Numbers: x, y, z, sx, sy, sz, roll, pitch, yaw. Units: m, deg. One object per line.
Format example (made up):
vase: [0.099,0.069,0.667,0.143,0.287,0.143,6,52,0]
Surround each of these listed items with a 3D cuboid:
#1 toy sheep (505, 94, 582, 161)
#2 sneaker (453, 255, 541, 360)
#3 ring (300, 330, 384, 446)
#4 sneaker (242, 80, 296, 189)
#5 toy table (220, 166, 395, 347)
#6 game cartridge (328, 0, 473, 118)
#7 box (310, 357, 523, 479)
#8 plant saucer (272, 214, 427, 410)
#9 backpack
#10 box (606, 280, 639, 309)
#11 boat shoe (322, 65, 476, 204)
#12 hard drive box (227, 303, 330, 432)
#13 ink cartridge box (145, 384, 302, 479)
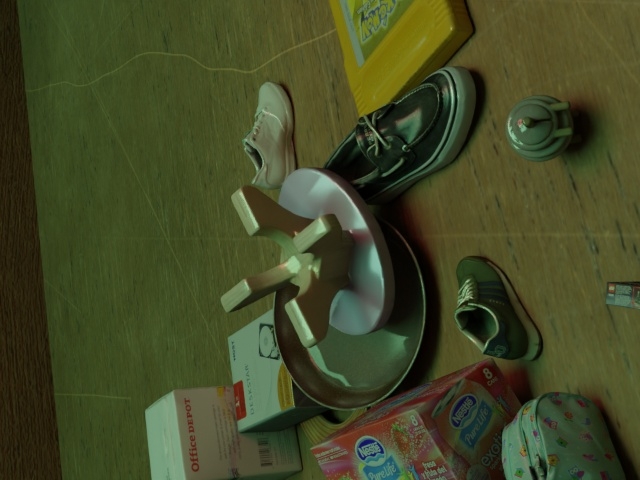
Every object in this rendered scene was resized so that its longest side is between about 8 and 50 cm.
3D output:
toy sheep: [0.269,-0.138,1.389,0.091,0.132,0.091,-4,81,23]
sneaker: [0.212,0.087,1.516,0.192,0.086,0.064,60,139,44]
ring: [0.029,0.198,1.915,0.336,0.032,0.336,-1,89,63]
sneaker: [-0.103,-0.198,2.099,0.080,0.094,0.212,-36,58,58]
toy table: [-0.022,0.024,1.683,0.274,0.161,0.252,54,127,21]
game cartridge: [0.106,-0.376,1.759,0.285,0.053,0.323,-46,49,52]
box: [0.138,0.283,1.545,0.142,0.154,0.300,60,147,4]
plant saucer: [0.052,0.108,1.775,0.311,0.050,0.310,-5,83,42]
backpack: [0.286,0.273,1.341,0.115,0.152,0.182,-54,31,39]
box: [0.382,0.061,1.194,0.137,0.094,0.027,8,96,62]
boat shoe: [0.106,-0.142,1.681,0.335,0.119,0.121,-48,49,51]
hard drive box: [-0.068,0.224,1.969,0.232,0.089,0.181,-37,57,56]
ink cartridge box: [-0.183,0.367,2.092,0.168,0.233,0.171,-39,56,55]
